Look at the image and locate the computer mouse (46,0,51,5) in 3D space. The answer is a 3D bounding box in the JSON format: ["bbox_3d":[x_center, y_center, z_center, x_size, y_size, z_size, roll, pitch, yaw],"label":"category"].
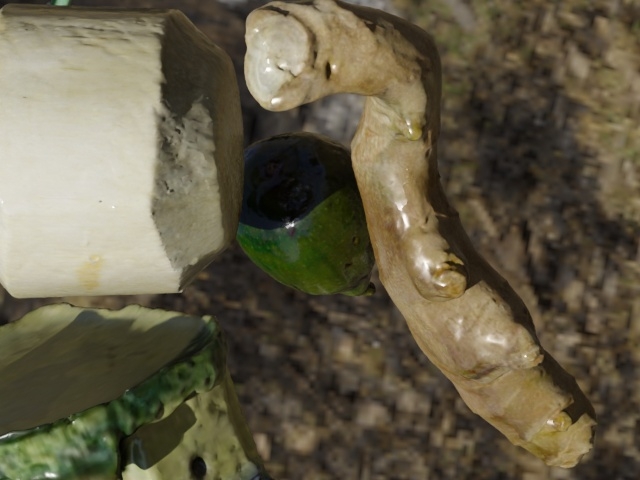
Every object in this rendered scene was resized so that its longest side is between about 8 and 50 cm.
[{"bbox_3d":[-0.278,-0.163,1.831,0.062,0.106,0.192,112,144,-85],"label":"computer mouse"}]

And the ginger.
[{"bbox_3d":[0.052,0.005,0.734,0.075,0.288,0.089,-34,40,-4],"label":"ginger"}]

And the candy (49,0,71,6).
[{"bbox_3d":[-0.228,-0.282,1.640,0.119,0.119,0.440,21,92,61],"label":"candy"}]

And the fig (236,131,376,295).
[{"bbox_3d":[0.000,0.000,1.313,0.117,0.177,0.117,-15,41,14],"label":"fig"}]

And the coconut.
[{"bbox_3d":[-0.164,-0.058,1.145,0.202,0.222,0.202,1,-90,-86],"label":"coconut"}]

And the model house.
[{"bbox_3d":[-0.193,0.213,1.377,0.321,0.261,0.266,3,119,51],"label":"model house"}]
